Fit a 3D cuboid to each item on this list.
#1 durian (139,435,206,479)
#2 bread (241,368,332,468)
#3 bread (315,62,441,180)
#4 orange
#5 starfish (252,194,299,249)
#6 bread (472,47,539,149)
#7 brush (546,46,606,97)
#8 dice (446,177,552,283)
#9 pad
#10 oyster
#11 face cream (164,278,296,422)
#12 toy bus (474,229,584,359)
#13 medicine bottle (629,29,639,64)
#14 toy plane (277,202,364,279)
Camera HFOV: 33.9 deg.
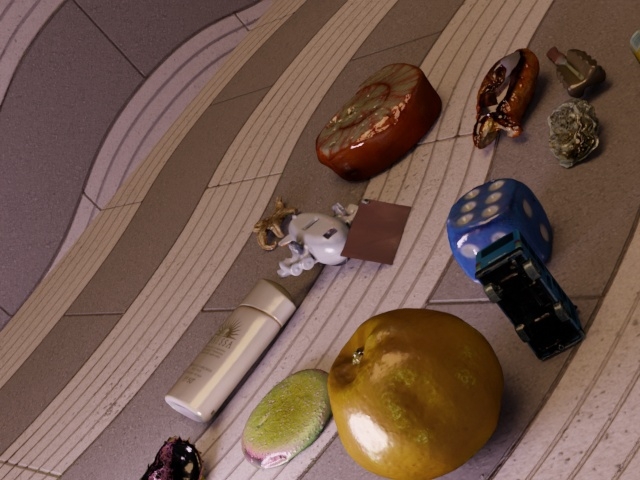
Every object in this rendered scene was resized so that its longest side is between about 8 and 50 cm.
[{"bbox_3d":[-0.290,0.478,2.017,0.186,0.119,0.108,-53,-13,-48],"label":"durian"},{"bbox_3d":[-0.064,0.328,1.970,0.228,0.033,0.228,-34,27,20],"label":"bread"},{"bbox_3d":[0.143,-0.290,2.574,0.327,0.114,0.295,-46,26,-10],"label":"bread"},{"bbox_3d":[0.139,0.228,1.599,0.279,0.235,0.279,-39,18,15],"label":"orange"},{"bbox_3d":[-0.121,-0.054,2.647,0.150,0.053,0.209,-24,28,25],"label":"starfish"},{"bbox_3d":[0.401,-0.301,2.258,0.139,0.095,0.269,-19,47,45],"label":"bread"},{"bbox_3d":[0.522,-0.372,2.220,0.084,0.071,0.301,-40,19,13],"label":"brush"},{"bbox_3d":[0.315,-0.014,1.844,0.146,0.146,0.143,-21,29,30],"label":"dice"},{"bbox_3d":[0.118,-0.022,2.221,0.113,0.006,0.187,11,45,12],"label":"pad"},{"bbox_3d":[0.485,-0.211,2.018,0.125,0.064,0.177,-44,31,33],"label":"oyster"},{"bbox_3d":[-0.182,0.228,2.244,0.348,0.081,0.173,-51,26,-19],"label":"face cream"},{"bbox_3d":[0.324,0.084,1.630,0.090,0.184,0.106,-33,18,19],"label":"toy bus"},{"bbox_3d":[0.637,-0.336,1.980,0.074,0.074,0.218,-33,25,20],"label":"medicine bottle"},{"bbox_3d":[0.000,0.000,2.318,0.245,0.117,0.244,-25,26,13],"label":"toy plane"}]
